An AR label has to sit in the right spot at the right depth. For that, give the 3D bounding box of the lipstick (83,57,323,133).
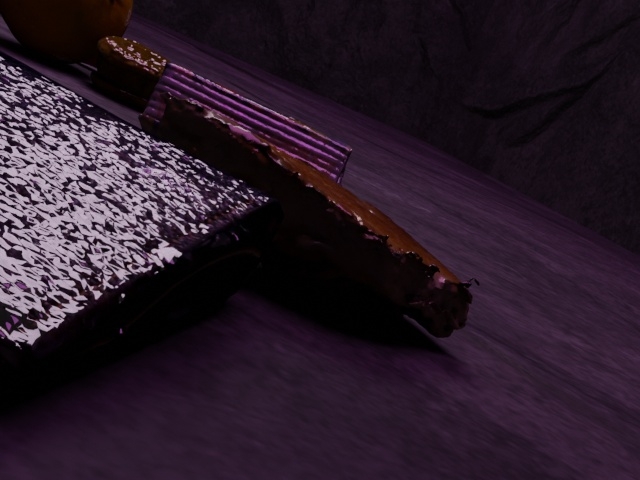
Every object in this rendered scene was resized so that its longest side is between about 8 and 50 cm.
[{"bbox_3d":[-0.143,-0.163,1.243,0.312,0.051,0.051,27,10,14],"label":"lipstick"}]

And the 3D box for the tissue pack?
[{"bbox_3d":[-0.054,-0.064,0.810,0.148,0.060,0.108,26,-13,2],"label":"tissue pack"}]

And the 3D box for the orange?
[{"bbox_3d":[-0.262,-0.263,1.158,0.124,0.156,0.156,6,-3,32],"label":"orange"}]

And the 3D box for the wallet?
[{"bbox_3d":[-0.147,-0.028,0.449,0.221,0.071,0.262,31,13,7],"label":"wallet"}]

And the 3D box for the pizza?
[{"bbox_3d":[0.000,0.000,0.644,0.147,0.069,0.226,40,8,33],"label":"pizza"}]

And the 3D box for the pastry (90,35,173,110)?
[{"bbox_3d":[-0.188,-0.167,1.140,0.109,0.057,0.097,14,20,-43],"label":"pastry"}]
